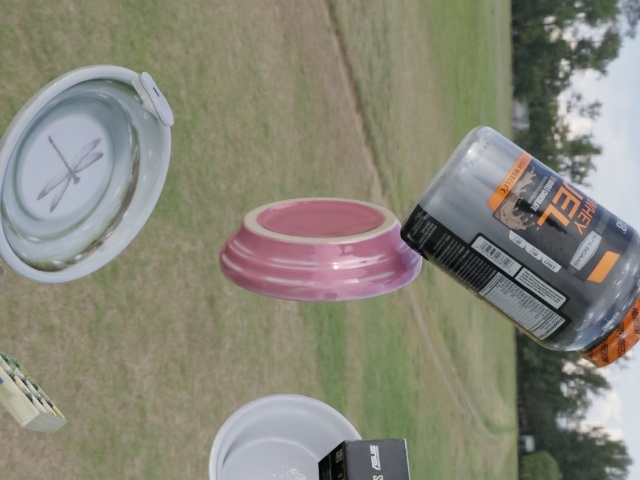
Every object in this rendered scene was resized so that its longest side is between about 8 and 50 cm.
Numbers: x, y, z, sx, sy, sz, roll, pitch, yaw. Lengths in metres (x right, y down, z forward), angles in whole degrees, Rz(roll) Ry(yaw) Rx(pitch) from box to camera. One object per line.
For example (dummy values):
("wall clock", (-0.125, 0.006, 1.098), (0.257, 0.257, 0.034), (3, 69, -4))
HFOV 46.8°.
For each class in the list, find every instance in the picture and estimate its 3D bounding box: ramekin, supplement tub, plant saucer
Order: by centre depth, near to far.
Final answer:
("supplement tub", (0.298, 0.011, 1.037), (0.207, 0.338, 0.207), (-52, 173, -9))
("plant saucer", (0.000, 0.000, 1.204), (0.332, 0.332, 0.084), (-54, 147, -68))
("ramekin", (-0.059, 0.412, 1.239), (0.135, 0.277, 0.277), (112, -9, -47))
("plant saucer", (-0.433, -0.124, 1.296), (0.400, 0.100, 0.401), (-47, 152, -35))

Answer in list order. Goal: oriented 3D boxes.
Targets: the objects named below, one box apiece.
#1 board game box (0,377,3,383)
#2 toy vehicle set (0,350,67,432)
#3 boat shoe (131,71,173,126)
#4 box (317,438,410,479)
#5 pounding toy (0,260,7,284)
("board game box", (-0.615, 0.244, 1.072), (0.243, 0.165, 0.042), (-49, 157, -29))
("toy vehicle set", (-0.544, 0.269, 1.330), (0.166, 0.035, 0.267), (47, -17, 6))
("boat shoe", (-0.288, -0.236, 1.260), (0.100, 0.035, 0.035), (60, 24, -23))
("box", (0.052, 0.330, 0.897), (0.180, 0.077, 0.147), (114, -25, -64))
("pounding toy", (-0.609, -0.024, 1.383), (0.237, 0.110, 0.183), (26, -55, 56))
